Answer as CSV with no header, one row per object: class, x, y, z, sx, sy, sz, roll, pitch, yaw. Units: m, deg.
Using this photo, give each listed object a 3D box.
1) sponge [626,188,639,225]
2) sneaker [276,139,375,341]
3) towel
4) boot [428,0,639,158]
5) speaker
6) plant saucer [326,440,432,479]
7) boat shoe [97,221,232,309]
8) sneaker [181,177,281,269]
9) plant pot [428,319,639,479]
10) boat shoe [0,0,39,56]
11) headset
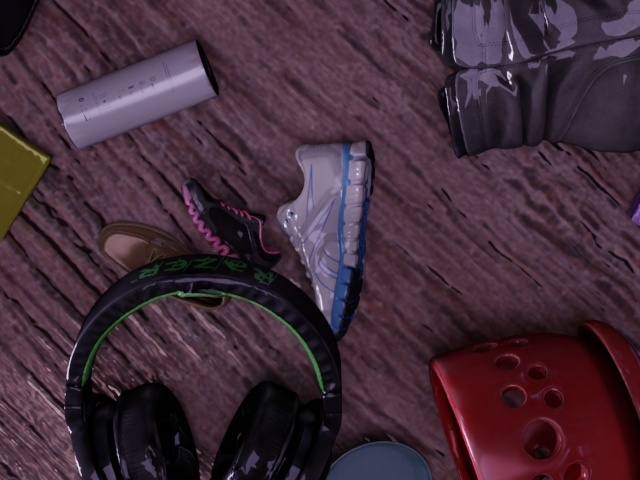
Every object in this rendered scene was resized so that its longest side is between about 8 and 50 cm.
sponge,0.397,-0.024,1.172,0.210,0.031,0.117,27,103,-6
sneaker,0.000,0.000,1.170,0.083,0.071,0.190,7,100,11
towel,-0.366,-0.100,1.166,0.237,0.021,0.102,33,107,-8
boot,0.205,-0.231,1.085,0.223,0.118,0.338,3,100,5
speaker,-0.159,-0.129,1.137,0.136,0.055,0.055,-21,103,5
plant saucer,0.048,0.239,1.231,0.119,0.021,0.119,-7,113,-16
boat shoe,-0.141,0.024,1.179,0.135,0.045,0.050,22,103,-5
sneaker,-0.079,-0.014,1.174,0.057,0.047,0.119,-36,108,2
plant pot,0.204,0.167,1.146,0.174,0.191,0.191,-19,103,-4
boat shoe,-0.210,-0.299,1.060,0.113,0.127,0.340,20,94,8
headset,-0.104,0.211,1.153,0.243,0.185,0.394,1,115,0
